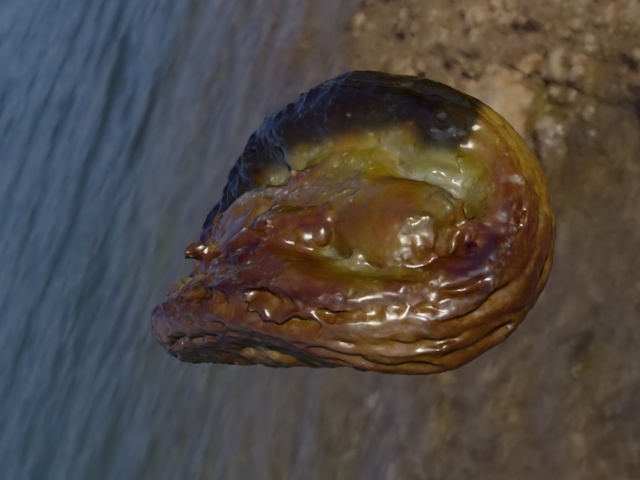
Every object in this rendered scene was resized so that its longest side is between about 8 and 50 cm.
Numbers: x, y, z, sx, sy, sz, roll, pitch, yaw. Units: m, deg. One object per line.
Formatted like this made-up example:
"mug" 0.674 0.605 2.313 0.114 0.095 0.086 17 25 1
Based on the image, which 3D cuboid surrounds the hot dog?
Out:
"hot dog" 0.002 0.000 0.391 0.147 0.065 0.099 0 54 50
